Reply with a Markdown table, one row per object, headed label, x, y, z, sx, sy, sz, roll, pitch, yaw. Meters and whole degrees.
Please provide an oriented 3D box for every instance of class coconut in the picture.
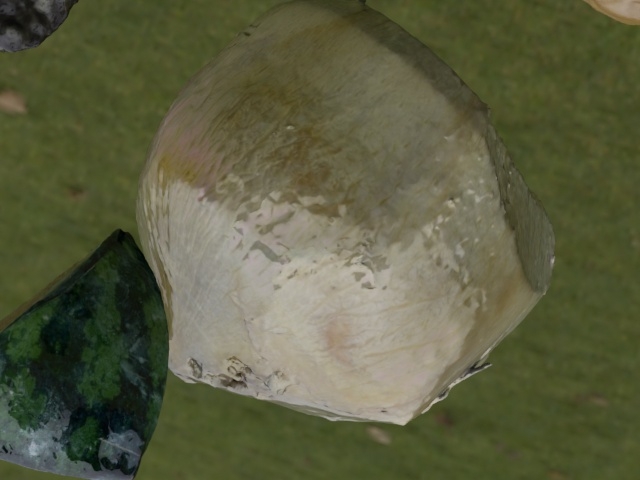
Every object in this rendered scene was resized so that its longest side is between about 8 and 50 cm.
| label | x | y | z | sx | sy | sz | roll | pitch | yaw |
| --- | --- | --- | --- | --- | --- | --- | --- | --- | --- |
| coconut | 0.000 | 0.000 | 1.576 | 0.405 | 0.404 | 0.404 | 17 | 158 | 7 |

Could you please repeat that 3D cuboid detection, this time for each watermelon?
| label | x | y | z | sx | sy | sz | roll | pitch | yaw |
| --- | --- | --- | --- | --- | --- | --- | --- | --- | --- |
| watermelon | -0.219 | 0.071 | 1.247 | 0.202 | 0.207 | 0.136 | 6 | 153 | 26 |

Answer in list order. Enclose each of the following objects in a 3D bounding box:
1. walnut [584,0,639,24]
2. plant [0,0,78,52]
| label | x | y | z | sx | sy | sz | roll | pitch | yaw |
| --- | --- | --- | --- | --- | --- | --- | --- | --- | --- |
| walnut | 0.173 | -0.189 | 0.800 | 0.165 | 0.165 | 0.197 | 28 | 162 | -20 |
| plant | -0.272 | -0.209 | 1.241 | 0.149 | 0.146 | 0.274 | 17 | 177 | -27 |
